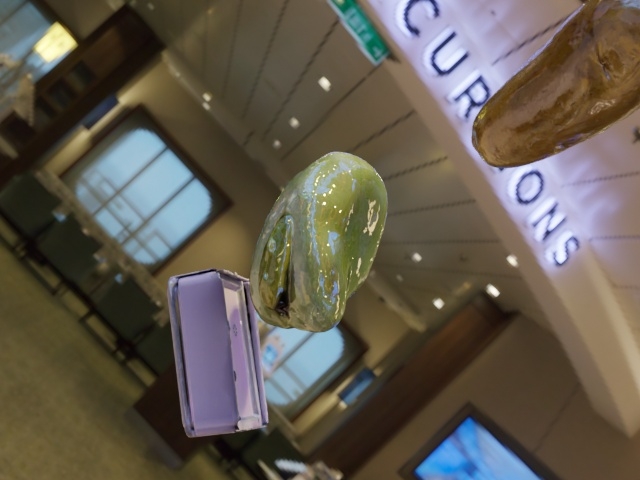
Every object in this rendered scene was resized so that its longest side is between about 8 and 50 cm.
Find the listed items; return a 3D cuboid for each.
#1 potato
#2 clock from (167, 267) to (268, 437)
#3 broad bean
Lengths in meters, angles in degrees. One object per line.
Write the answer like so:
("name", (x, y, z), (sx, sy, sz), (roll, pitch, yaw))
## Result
("potato", (0.343, -0.215, 1.289), (0.176, 0.369, 0.195), (30, 41, -31))
("clock", (-0.122, 0.137, 1.203), (0.144, 0.073, 0.193), (40, 41, -77))
("broad bean", (0.000, 0.000, 1.070), (0.100, 0.228, 0.169), (6, -60, 27))
